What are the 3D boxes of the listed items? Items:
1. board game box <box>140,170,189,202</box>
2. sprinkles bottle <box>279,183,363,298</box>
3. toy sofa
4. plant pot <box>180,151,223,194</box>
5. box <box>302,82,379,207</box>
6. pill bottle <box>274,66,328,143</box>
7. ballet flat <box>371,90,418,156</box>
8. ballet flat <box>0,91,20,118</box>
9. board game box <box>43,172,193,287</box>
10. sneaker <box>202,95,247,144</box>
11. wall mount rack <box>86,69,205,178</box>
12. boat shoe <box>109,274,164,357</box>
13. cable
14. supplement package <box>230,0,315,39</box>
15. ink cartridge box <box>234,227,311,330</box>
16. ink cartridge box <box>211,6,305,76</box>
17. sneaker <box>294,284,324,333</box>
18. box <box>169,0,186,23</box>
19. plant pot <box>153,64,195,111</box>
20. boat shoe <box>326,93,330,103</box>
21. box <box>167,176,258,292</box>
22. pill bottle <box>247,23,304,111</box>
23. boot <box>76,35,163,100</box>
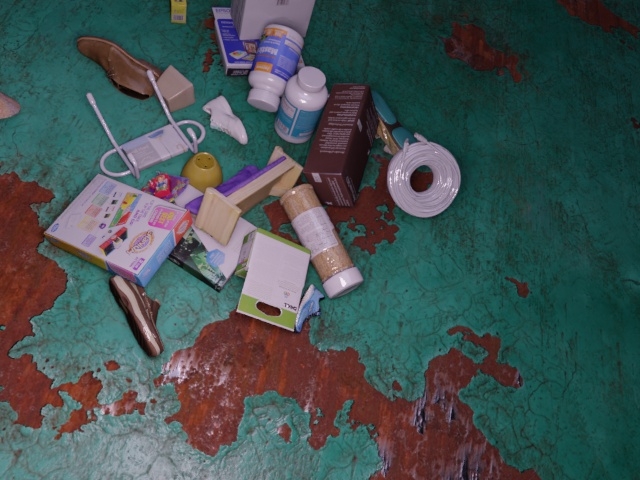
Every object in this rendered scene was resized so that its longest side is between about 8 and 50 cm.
[{"bbox_3d":[-0.480,-0.164,1.701,0.169,0.033,0.133,13,50,33],"label":"board game box"},{"bbox_3d":[0.000,0.000,1.751,0.121,0.121,0.355,-21,75,-27],"label":"sprinkles bottle"},{"bbox_3d":[-0.230,-0.158,1.715,0.177,0.150,0.362,39,42,8],"label":"toy sofa"},{"bbox_3d":[-0.369,-0.223,1.789,0.134,0.095,0.134,8,60,-14],"label":"plant pot"},{"bbox_3d":[0.076,-0.319,1.887,0.143,0.191,0.381,8,63,22],"label":"box"},{"bbox_3d":[-0.062,-0.460,1.924,0.146,0.264,0.146,8,60,-14],"label":"pill bottle"},{"bbox_3d":[0.251,-0.390,2.077,0.123,0.123,0.348,-29,77,-29],"label":"ballet flat"},{"bbox_3d":[-1.065,-0.430,1.675,0.316,0.106,0.107,4,60,-16],"label":"ballet flat"},{"bbox_3d":[-0.557,-0.036,1.579,0.317,0.064,0.242,22,60,15],"label":"board game box"},{"bbox_3d":[-0.324,-0.392,1.923,0.094,0.080,0.212,-29,66,-17],"label":"sneaker"},{"bbox_3d":[-0.549,-0.357,1.773,0.350,0.130,0.304,-30,68,-23],"label":"wall mount rack"},{"bbox_3d":[-0.471,0.187,1.526,0.095,0.095,0.257,-22,70,-34],"label":"boat shoe"},{"bbox_3d":[0.350,-0.211,1.953,0.257,0.089,0.257,24,94,-15],"label":"cable"},{"bbox_3d":[-0.176,-0.865,2.077,0.262,0.204,0.145,-11,65,-22],"label":"supplement package"},{"bbox_3d":[-0.150,0.119,1.639,0.189,0.097,0.255,24,63,-25],"label":"ink cartridge box"},{"bbox_3d":[-0.239,-0.752,2.153,0.304,0.072,0.307,-6,61,-20],"label":"ink cartridge box"},{"bbox_3d":[-0.033,0.207,1.674,0.073,0.063,0.162,31,57,-3],"label":"sneaker"},{"bbox_3d":[-0.543,-0.934,2.145,0.058,0.087,0.232,-4,64,-18],"label":"box"},{"bbox_3d":[-0.496,-0.497,1.905,0.109,0.109,0.096,42,70,8],"label":"plant pot"},{"bbox_3d":[0.075,-0.522,2.133,0.142,0.049,0.040,-6,64,-23],"label":"boat shoe"},{"bbox_3d":[-0.367,-0.022,1.698,0.322,0.058,0.232,32,57,3],"label":"box"},{"bbox_3d":[-0.165,-0.599,1.995,0.153,0.152,0.271,18,84,-8],"label":"pill bottle"},{"bbox_3d":[-0.682,-0.574,1.888,0.306,0.112,0.115,26,67,-5],"label":"boot"}]
